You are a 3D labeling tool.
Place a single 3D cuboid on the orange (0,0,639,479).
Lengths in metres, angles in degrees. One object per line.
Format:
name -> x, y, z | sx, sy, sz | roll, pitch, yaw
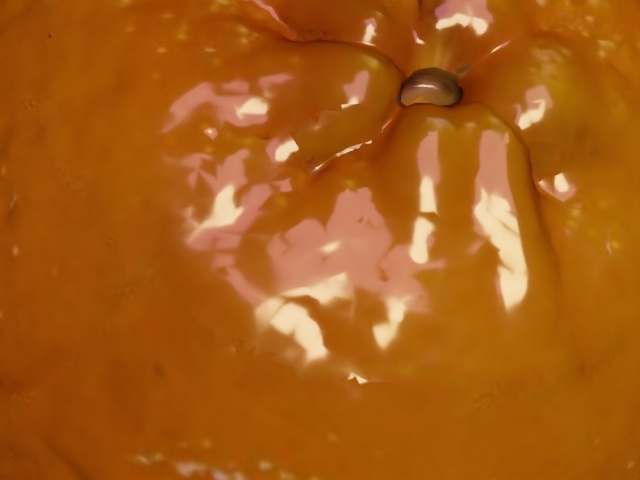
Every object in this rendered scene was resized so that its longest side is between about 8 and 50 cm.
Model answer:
orange -> 0.000, 0.000, 0.589 | 0.340, 0.293, 0.341 | 5, 62, -10
